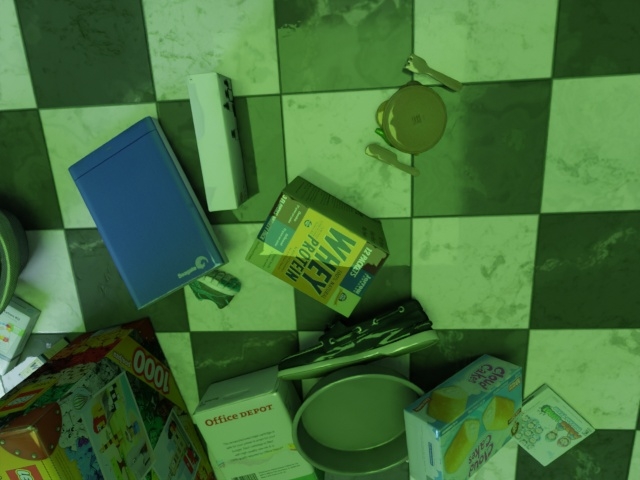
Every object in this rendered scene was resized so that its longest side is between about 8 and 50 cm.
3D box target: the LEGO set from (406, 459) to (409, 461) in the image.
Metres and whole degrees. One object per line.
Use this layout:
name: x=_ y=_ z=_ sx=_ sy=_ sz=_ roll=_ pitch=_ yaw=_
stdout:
LEGO set: x=0.241 y=0.433 z=0.947 sx=0.243 sy=0.060 sz=0.183 roll=-12 pitch=100 yaw=8

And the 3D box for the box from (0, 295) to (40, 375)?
box: x=-0.759 y=0.205 z=0.973 sx=0.145 sy=0.038 sz=0.186 roll=33 pitch=104 yaw=-5

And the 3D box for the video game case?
video game case: x=0.505 y=0.417 z=0.938 sx=0.157 sy=0.019 sz=0.143 roll=41 pitch=105 yaw=-7

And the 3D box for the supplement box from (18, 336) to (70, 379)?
supplement box: x=-0.618 y=0.283 z=0.958 sx=0.083 sy=0.083 sz=0.056 roll=-39 pitch=99 yaw=13

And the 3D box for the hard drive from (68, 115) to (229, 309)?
hard drive: x=-0.344 y=-0.051 z=0.830 sx=0.210 sy=0.040 sz=0.319 roll=-28 pitch=89 yaw=11

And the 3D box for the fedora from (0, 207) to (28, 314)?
fedora: x=-0.716 y=0.034 z=0.876 sx=0.243 sy=0.124 sz=0.276 roll=0 pitch=97 yaw=3

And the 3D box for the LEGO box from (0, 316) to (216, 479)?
LEGO box: x=-0.424 y=0.473 z=0.847 sx=0.192 sy=0.372 sz=0.501 roll=-15 pitch=104 yaw=8

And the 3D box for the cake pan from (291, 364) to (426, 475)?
cake pan: x=0.086 y=0.370 z=0.866 sx=0.292 sy=0.054 sz=0.294 roll=-2 pitch=117 yaw=-4

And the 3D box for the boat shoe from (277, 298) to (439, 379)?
boat shoe: x=0.065 y=0.204 z=0.873 sx=0.339 sy=0.127 sz=0.113 roll=-19 pitch=64 yaw=11

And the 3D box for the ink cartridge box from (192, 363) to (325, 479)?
ink cartridge box: x=-0.129 y=0.445 z=0.946 sx=0.201 sy=0.117 sz=0.279 roll=-19 pitch=104 yaw=10

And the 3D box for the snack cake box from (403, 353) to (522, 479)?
snack cake box: x=0.290 y=0.356 z=0.828 sx=0.264 sy=0.089 sz=0.152 roll=-18 pitch=106 yaw=-33

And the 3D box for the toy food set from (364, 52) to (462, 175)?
toy food set: x=0.171 y=-0.228 z=0.782 sx=0.132 sy=0.038 sz=0.192 roll=24 pitch=101 yaw=-10

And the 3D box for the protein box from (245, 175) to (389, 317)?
protein box: x=0.000 y=0.000 z=0.770 sx=0.201 sy=0.200 sz=0.136 roll=30 pitch=106 yaw=-4

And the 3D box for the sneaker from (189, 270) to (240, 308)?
sneaker: x=-0.258 y=0.092 z=0.890 sx=0.166 sy=0.065 sz=0.076 roll=29 pitch=111 yaw=-1

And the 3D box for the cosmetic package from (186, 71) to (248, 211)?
cosmetic package: x=-0.188 y=-0.183 z=0.787 sx=0.060 sy=0.099 sz=0.239 roll=-4 pitch=106 yaw=6
